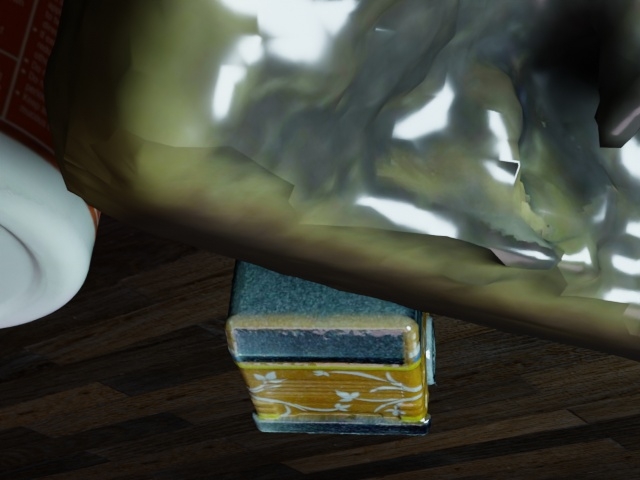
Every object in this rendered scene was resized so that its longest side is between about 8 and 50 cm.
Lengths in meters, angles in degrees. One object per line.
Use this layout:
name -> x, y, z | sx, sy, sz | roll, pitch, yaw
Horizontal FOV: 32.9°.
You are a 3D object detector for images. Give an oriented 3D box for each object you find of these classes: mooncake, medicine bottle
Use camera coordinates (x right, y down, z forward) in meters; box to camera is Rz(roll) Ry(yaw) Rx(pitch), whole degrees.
mooncake -> 0.083, -0.082, 0.479 | 0.393, 0.246, 0.394 | 5, 169, 26
medicine bottle -> -0.260, -0.094, 0.719 | 0.253, 0.240, 0.252 | 5, 150, 3

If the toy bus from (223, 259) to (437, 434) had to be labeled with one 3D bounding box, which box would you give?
toy bus -> 0.017, -0.016, 0.781 | 0.139, 0.275, 0.167 | 0, 147, 9
